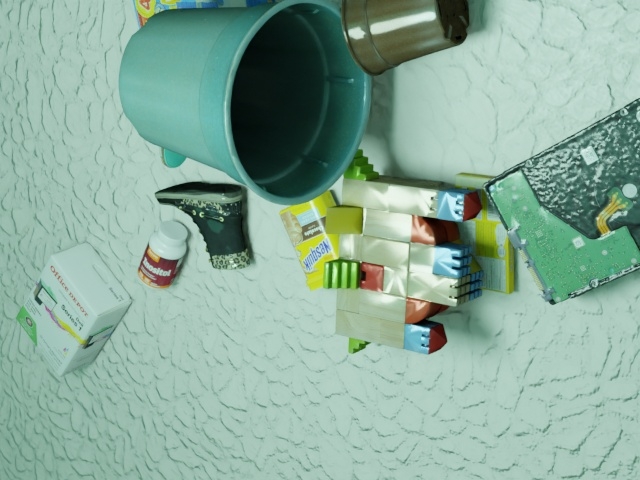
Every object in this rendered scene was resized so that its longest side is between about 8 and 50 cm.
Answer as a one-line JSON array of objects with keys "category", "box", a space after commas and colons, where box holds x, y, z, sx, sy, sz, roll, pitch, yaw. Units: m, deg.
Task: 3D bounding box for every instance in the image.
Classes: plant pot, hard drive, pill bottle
[{"category": "plant pot", "box": [-0.149, -0.260, 1.794, 0.334, 0.341, 0.341, 17, 117, 39]}, {"category": "hard drive", "box": [0.448, -0.063, 1.633, 0.339, 0.064, 0.237, -31, 87, 37]}, {"category": "plant pot", "box": [0.146, -0.367, 1.723, 0.165, 0.167, 0.167, -5, 104, 33]}, {"category": "pill bottle", "box": [-0.349, 0.032, 2.326, 0.086, 0.086, 0.152, 42, 128, 20]}]

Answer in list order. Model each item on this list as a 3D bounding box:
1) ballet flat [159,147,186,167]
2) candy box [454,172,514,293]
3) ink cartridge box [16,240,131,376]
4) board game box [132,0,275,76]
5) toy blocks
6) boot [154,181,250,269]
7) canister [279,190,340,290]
[{"category": "ballet flat", "box": [-0.281, -0.255, 2.060, 0.079, 0.076, 0.222, 41, 126, 44]}, {"category": "candy box", "box": [0.287, -0.013, 1.824, 0.105, 0.027, 0.206, 11, 113, 39]}, {"category": "ink cartridge box", "box": [-0.610, 0.169, 2.574, 0.201, 0.117, 0.278, 50, 130, 13]}, {"category": "board game box", "box": [-0.213, -0.379, 2.054, 0.302, 0.086, 0.308, -2, 106, 39]}, {"category": "toy blocks", "box": [0.165, 0.042, 1.837, 0.260, 0.190, 0.382, 10, 103, 32]}, {"category": "boot", "box": [-0.250, -0.031, 2.223, 0.236, 0.085, 0.179, 4, 112, 38]}, {"category": "canister", "box": [0.000, 0.000, 2.036, 0.126, 0.073, 0.170, -24, 89, 42]}]
